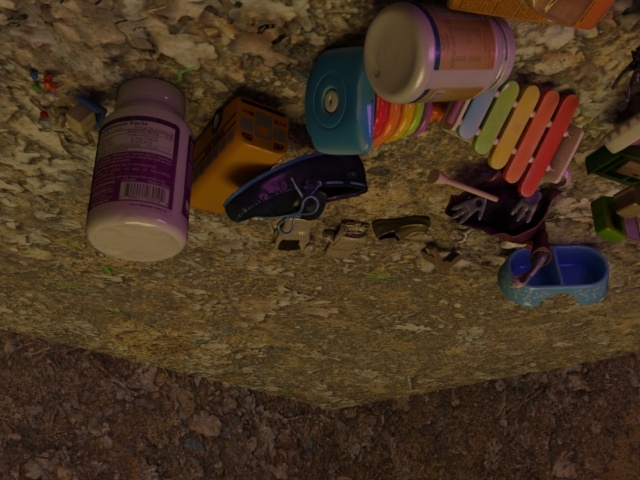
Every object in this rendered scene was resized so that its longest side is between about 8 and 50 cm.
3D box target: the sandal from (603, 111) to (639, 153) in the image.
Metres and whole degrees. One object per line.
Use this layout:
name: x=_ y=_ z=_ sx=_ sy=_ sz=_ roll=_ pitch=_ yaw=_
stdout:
sandal: x=0.649 y=-0.227 z=1.186 sx=0.169 sy=0.102 sz=0.416 roll=-34 pitch=177 yaw=-13

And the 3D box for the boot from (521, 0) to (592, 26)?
boot: x=0.316 y=-0.403 z=0.835 sx=0.236 sy=0.089 sz=0.269 roll=13 pitch=134 yaw=-29

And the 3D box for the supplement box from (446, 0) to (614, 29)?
supplement box: x=0.299 y=-0.369 z=1.008 sx=0.233 sy=0.078 sz=0.080 roll=3 pitch=154 yaw=-10

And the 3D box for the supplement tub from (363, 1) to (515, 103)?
supplement tub: x=0.181 y=-0.282 z=1.063 sx=0.199 sy=0.144 sz=0.144 roll=-10 pitch=163 yaw=-33

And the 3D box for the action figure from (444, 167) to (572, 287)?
action figure: x=0.440 y=-0.060 z=1.622 sx=0.276 sy=0.248 sz=0.370 roll=-56 pitch=149 yaw=10

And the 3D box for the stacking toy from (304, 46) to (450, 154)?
stacking toy: x=0.136 y=-0.237 z=1.234 sx=0.302 sy=0.175 sz=0.166 roll=-4 pitch=-170 yaw=-35

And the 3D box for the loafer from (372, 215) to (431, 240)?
loafer: x=0.204 y=-0.025 z=1.762 sx=0.148 sy=0.050 sz=0.056 roll=-6 pitch=154 yaw=10

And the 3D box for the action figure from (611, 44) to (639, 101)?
action figure: x=0.552 y=-0.318 z=1.022 sx=0.275 sy=0.164 sz=0.141 roll=-27 pitch=114 yaw=9

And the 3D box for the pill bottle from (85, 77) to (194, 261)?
pill bottle: x=-0.310 y=-0.129 z=1.236 sx=0.169 sy=0.301 sz=0.169 roll=-1 pitch=154 yaw=0

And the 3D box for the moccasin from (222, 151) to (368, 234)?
moccasin: x=-0.025 y=-0.096 z=1.355 sx=0.342 sy=0.117 sz=0.138 roll=-25 pitch=175 yaw=-35

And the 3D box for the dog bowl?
dog bowl: x=0.634 y=0.088 z=1.898 sx=0.297 sy=0.166 sz=0.074 roll=-2 pitch=143 yaw=3

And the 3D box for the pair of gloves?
pair of gloves: x=0.000 y=0.000 z=1.821 sx=0.240 sy=0.042 sz=0.204 roll=7 pitch=153 yaw=-18

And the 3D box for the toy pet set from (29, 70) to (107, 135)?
toy pet set: x=-0.454 y=-0.255 z=1.279 sx=0.114 sy=0.065 sz=0.122 roll=34 pitch=151 yaw=7

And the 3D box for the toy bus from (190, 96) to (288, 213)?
toy bus: x=-0.185 y=-0.155 z=1.385 sx=0.108 sy=0.130 sz=0.332 roll=14 pitch=151 yaw=-28

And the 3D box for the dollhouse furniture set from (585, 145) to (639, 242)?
dollhouse furniture set: x=0.697 y=-0.130 z=1.383 sx=0.151 sy=0.197 sz=0.301 roll=13 pitch=152 yaw=-24

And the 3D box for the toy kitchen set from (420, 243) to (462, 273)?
toy kitchen set: x=0.325 y=0.031 z=1.918 sx=0.068 sy=0.075 sz=0.083 roll=26 pitch=150 yaw=60

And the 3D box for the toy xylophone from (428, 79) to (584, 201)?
toy xylophone: x=0.331 y=-0.182 z=1.283 sx=0.322 sy=0.236 sz=0.081 roll=9 pitch=-163 yaw=-33
